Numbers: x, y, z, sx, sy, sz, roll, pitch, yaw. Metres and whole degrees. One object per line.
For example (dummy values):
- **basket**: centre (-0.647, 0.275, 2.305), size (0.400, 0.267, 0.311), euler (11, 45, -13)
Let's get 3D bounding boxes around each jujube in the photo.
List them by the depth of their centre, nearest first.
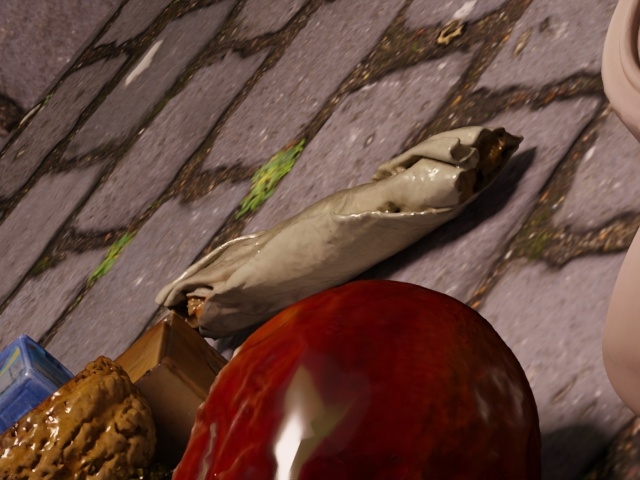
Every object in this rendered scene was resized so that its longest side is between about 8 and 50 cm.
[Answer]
- **jujube**: centre (0.008, 0.174, 1.178), size (0.223, 0.223, 0.318), euler (-20, 36, 52)

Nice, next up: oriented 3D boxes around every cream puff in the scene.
- **cream puff**: centre (-0.188, 0.208, 1.591), size (0.183, 0.169, 0.183), euler (-40, 2, 2)

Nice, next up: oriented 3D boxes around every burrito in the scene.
- **burrito**: centre (0.000, 0.000, 1.675), size (0.392, 0.076, 0.117), euler (-28, -12, 37)

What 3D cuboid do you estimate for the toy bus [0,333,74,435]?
- **toy bus**: centre (-0.316, 0.189, 1.735), size (0.236, 0.079, 0.094), euler (-44, 18, 5)

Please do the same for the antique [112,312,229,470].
- **antique**: centre (-0.212, 0.200, 1.748), size (0.310, 0.087, 0.093), euler (-41, 18, 18)

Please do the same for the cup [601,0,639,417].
- **cup**: centre (0.263, -0.027, 0.926), size (0.288, 0.273, 0.208), euler (-39, 28, 18)
